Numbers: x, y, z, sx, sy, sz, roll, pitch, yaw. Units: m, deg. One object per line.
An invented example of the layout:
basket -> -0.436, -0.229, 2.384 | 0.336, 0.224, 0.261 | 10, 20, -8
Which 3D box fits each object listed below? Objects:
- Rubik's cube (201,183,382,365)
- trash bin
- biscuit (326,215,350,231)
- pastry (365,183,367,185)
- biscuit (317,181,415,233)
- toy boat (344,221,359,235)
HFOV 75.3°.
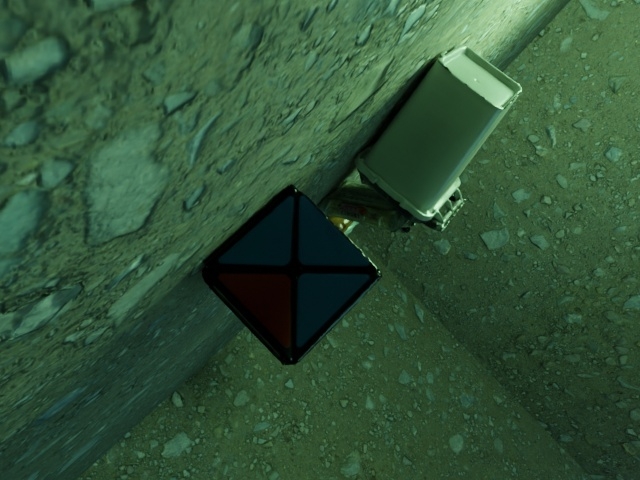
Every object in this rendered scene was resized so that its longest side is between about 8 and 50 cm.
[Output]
Rubik's cube -> -0.055, 0.072, 0.849 | 0.248, 0.246, 0.250 | -43, 175, -6
trash bin -> 0.298, -0.239, 1.012 | 0.256, 0.296, 0.368 | -39, 168, -40
biscuit -> 0.000, 0.000, 1.642 | 0.326, 0.107, 0.326 | -45, 179, -1
pastry -> 0.188, -0.187, 1.745 | 0.153, 0.081, 0.153 | -39, 162, -15
biscuit -> 0.146, -0.100, 1.204 | 0.186, 0.309, 0.079 | -42, 137, -44
toy boat -> 0.123, -0.085, 1.994 | 0.199, 0.100, 0.290 | -46, 176, 22
